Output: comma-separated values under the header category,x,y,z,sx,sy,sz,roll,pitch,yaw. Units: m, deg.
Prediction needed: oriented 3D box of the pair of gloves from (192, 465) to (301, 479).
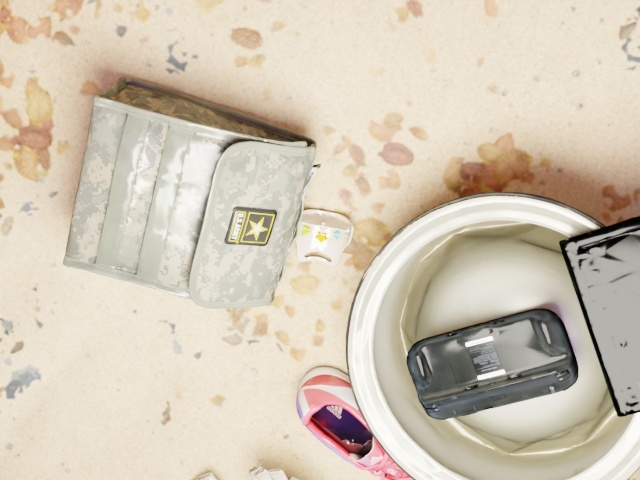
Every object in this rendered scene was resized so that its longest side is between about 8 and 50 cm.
category,x,y,z,sx,sy,sz,roll,pitch,yaw
pair of gloves,-0.077,0.413,1.512,0.240,0.042,0.204,-23,106,41

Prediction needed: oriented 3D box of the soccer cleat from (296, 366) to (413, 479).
category,x,y,z,sx,sy,sz,roll,pitch,yaw
soccer cleat,0.098,0.301,1.475,0.318,0.116,0.108,36,106,-7

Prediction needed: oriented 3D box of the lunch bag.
category,x,y,z,sx,sy,sz,roll,pitch,yaw
lunch bag,-0.161,-0.053,1.358,0.287,0.169,0.235,16,109,-2

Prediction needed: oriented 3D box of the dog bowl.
category,x,y,z,sx,sy,sz,roll,pitch,yaw
dog bowl,0.247,0.134,1.345,0.408,0.150,0.408,3,99,20

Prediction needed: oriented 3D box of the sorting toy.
category,x,y,z,sx,sy,sz,roll,pitch,yaw
sorting toy,0.000,0.000,1.432,0.083,0.045,0.075,11,115,1

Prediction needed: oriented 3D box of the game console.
category,x,y,z,sx,sy,sz,roll,pitch,yaw
game console,0.270,0.113,1.232,0.361,0.044,0.213,-18,89,22
